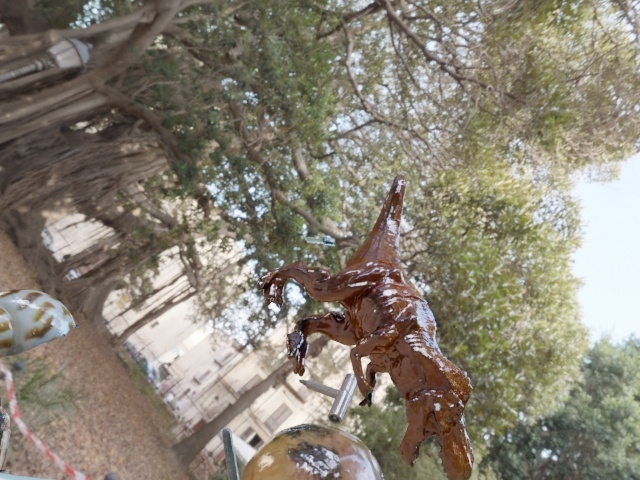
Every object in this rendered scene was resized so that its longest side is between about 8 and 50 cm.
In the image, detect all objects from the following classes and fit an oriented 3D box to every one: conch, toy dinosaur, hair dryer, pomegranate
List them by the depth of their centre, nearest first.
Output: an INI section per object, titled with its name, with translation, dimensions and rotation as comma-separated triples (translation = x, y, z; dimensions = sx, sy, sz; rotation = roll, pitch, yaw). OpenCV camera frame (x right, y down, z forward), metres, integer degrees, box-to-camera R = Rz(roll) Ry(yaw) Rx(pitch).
[toy dinosaur]
translation = 0.038, 0.054, 0.490
dimensions = 0.097, 0.208, 0.432
rotation = 69, 10, -46
[pomegranate]
translation = -0.012, 0.493, 0.746
dimensions = 0.322, 0.322, 0.322
rotation = 36, -33, 28
[conch]
translation = -0.747, 0.198, 0.992
dimensions = 0.182, 0.275, 0.149
rotation = -9, -77, 20
[hair dryer]
translation = 0.003, 0.549, 1.484
dimensions = 0.220, 0.195, 0.054
rotation = 3, -63, 21

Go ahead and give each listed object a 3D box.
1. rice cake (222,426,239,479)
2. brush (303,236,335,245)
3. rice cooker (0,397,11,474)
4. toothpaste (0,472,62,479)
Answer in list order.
[rice cake]
translation = -0.301, 0.731, 1.385
dimensions = 0.047, 0.036, 0.207
rotation = 147, -67, -66
[brush]
translation = 0.000, 0.000, 0.789
dimensions = 0.013, 0.083, 0.016
rotation = -48, -123, 28
[rice cooker]
translation = -0.776, 0.444, 0.835
dimensions = 0.267, 0.267, 0.225
rotation = 127, -39, -60
[toothpaste]
translation = -0.429, 0.288, 0.475
dimensions = 0.296, 0.075, 0.048
rotation = 23, 3, -22
